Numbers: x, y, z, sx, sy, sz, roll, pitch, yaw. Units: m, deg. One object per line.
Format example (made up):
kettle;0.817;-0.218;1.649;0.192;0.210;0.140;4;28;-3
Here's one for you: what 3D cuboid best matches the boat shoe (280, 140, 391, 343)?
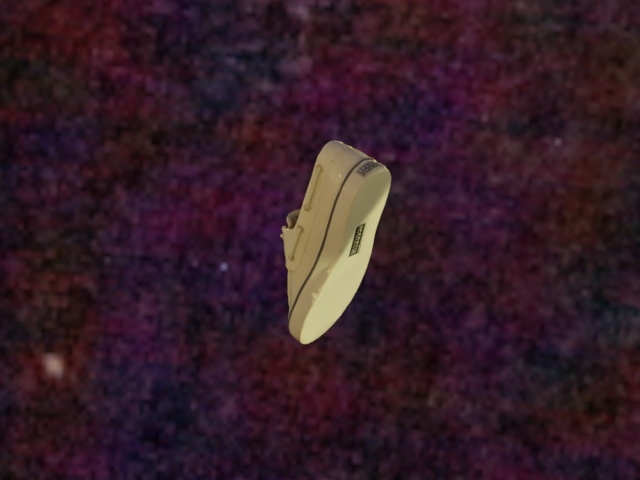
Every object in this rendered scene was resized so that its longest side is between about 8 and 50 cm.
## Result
boat shoe;0.000;0.000;0.751;0.035;0.100;0.035;38;42;26
